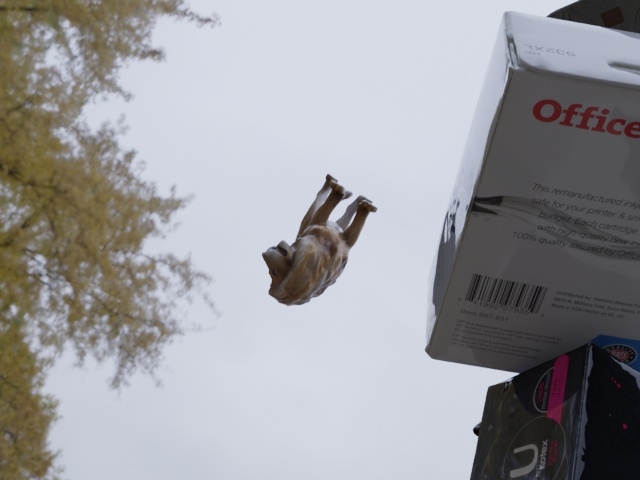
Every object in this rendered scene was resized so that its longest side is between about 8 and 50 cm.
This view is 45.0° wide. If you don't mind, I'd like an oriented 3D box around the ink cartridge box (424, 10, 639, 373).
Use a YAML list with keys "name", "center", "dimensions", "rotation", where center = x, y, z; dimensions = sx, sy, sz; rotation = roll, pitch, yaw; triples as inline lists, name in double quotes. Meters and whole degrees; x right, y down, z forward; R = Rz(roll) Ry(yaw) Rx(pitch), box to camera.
- name: "ink cartridge box"
  center: [0.235, -0.024, 0.695]
  dimensions: [0.223, 0.129, 0.307]
  rotation: [10, -53, 1]

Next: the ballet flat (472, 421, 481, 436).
- name: "ballet flat"
  center: [0.402, 0.461, 1.680]
  dimensions: [0.173, 0.049, 0.057]
  rotation: [41, -43, 38]

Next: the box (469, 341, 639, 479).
- name: "box"
  center: [0.282, 0.237, 0.684]
  dimensions: [0.270, 0.165, 0.143]
  rotation: [30, -37, -13]

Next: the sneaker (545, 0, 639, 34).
- name: "sneaker"
  center: [0.349, -0.254, 0.815]
  dimensions: [0.222, 0.118, 0.083]
  rotation: [3, -60, 57]

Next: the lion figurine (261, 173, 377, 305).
- name: "lion figurine"
  center: [0.000, 0.000, 1.546]
  dimensions: [0.142, 0.392, 0.240]
  rotation: [31, -83, 3]
